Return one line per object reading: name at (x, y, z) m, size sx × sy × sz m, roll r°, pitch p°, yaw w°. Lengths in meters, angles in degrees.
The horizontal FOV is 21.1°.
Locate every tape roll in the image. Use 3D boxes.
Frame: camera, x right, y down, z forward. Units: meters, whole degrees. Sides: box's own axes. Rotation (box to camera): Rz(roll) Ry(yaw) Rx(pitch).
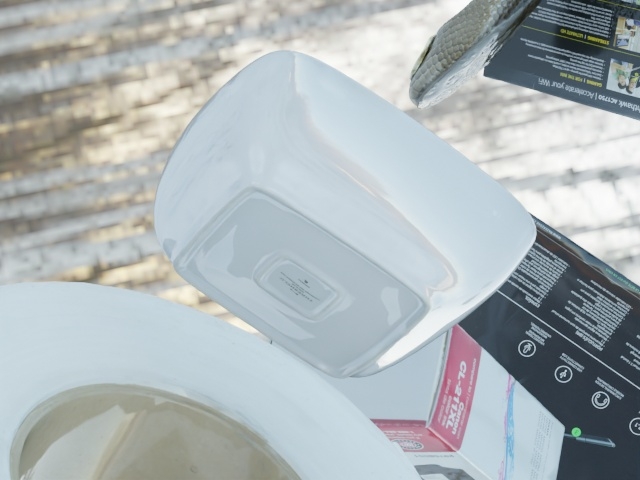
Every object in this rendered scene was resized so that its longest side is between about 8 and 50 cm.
tape roll at (-0.079, 0.146, 0.748) m, size 0.100 × 0.286 × 0.286 m, roll -61°, pitch -146°, yaw 29°

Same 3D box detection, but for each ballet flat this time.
ballet flat at (0.153, -0.210, 1.397) m, size 0.058 × 0.250 × 0.084 m, roll 43°, pitch 8°, yaw 9°

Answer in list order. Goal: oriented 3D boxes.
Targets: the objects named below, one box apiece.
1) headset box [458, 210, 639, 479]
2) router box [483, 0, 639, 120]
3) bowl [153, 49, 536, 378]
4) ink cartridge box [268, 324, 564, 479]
headset box at (0.167, 0.166, 1.291) m, size 0.246 × 0.283 × 0.131 m, roll 34°, pitch -12°, yaw 16°
router box at (0.231, -0.185, 1.468) m, size 0.179 × 0.046 × 0.133 m, roll 21°, pitch -66°, yaw 34°
bowl at (0.000, 0.000, 0.709) m, size 0.142 × 0.142 × 0.053 m, roll -42°, pitch -164°, yaw 53°
ink cartridge box at (0.060, 0.115, 1.078) m, size 0.175 × 0.127 × 0.072 m, roll 42°, pitch 53°, yaw -48°
